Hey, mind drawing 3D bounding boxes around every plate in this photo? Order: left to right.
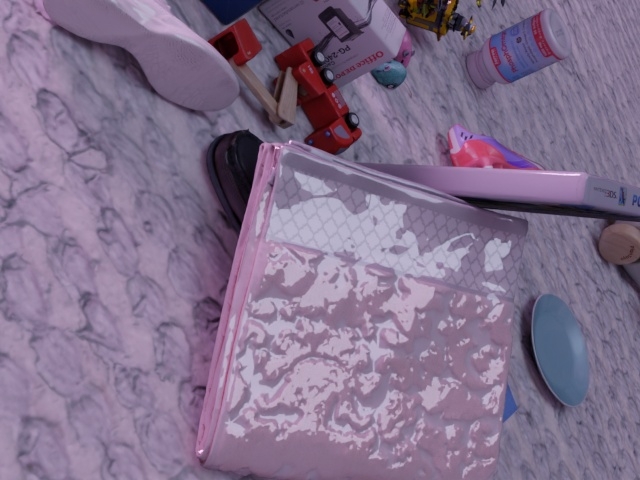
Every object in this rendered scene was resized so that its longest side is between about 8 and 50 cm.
[{"bbox_3d":[0.383,0.178,1.250,0.188,0.024,0.188,23,57,-41],"label":"plate"}]

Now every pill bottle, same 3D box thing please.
[{"bbox_3d":[0.331,-0.317,1.297,0.087,0.160,0.087,23,57,-41],"label":"pill bottle"}]

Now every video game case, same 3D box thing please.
[{"bbox_3d":[0.231,-0.059,0.950,0.300,0.329,0.036,4,93,-48],"label":"video game case"}]

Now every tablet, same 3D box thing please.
[{"bbox_3d":[0.253,0.231,1.092,0.083,0.006,0.054,-19,88,-52],"label":"tablet"}]

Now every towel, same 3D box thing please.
[{"bbox_3d":[0.062,0.090,0.779,0.332,0.053,0.316,15,79,-25],"label":"towel"}]

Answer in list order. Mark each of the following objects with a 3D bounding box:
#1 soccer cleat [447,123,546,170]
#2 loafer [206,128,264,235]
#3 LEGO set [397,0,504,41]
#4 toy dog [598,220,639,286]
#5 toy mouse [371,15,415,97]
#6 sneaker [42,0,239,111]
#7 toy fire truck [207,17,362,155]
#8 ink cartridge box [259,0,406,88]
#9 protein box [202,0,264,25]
[{"bbox_3d":[0.290,-0.125,1.237,0.248,0.083,0.095,6,58,-48],"label":"soccer cleat"},{"bbox_3d":[0.000,0.000,0.832,0.302,0.095,0.109,55,43,-16],"label":"loafer"},{"bbox_3d":[0.262,-0.441,1.119,0.255,0.192,0.331,73,40,-74],"label":"LEGO set"},{"bbox_3d":[0.704,0.041,1.568,0.334,0.161,0.220,37,49,-33],"label":"toy dog"},{"bbox_3d":[0.108,-0.272,1.125,0.143,0.031,0.161,55,41,-17],"label":"toy mouse"},{"bbox_3d":[-0.163,-0.214,0.763,0.212,0.080,0.094,32,40,-35],"label":"sneaker"},{"bbox_3d":[-0.036,-0.174,0.906,0.192,0.047,0.135,60,41,-12],"label":"toy fire truck"},{"bbox_3d":[0.017,-0.275,0.960,0.150,0.109,0.063,44,45,-28],"label":"ink cartridge box"},{"bbox_3d":[-0.084,-0.380,0.819,0.201,0.200,0.136,43,46,-29],"label":"protein box"}]
